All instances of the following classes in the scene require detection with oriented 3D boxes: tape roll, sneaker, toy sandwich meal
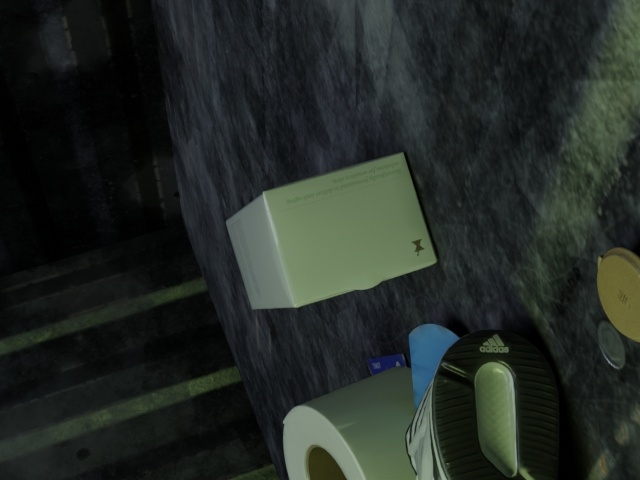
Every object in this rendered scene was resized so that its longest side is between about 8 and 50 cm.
[{"bbox_3d":[0.080,0.315,1.423,0.246,0.169,0.246,39,138,48],"label":"tape roll"},{"bbox_3d":[0.174,0.330,1.109,0.257,0.169,0.448,85,-171,-80],"label":"sneaker"},{"bbox_3d":[0.246,0.040,0.802,0.085,0.029,0.086,164,90,-73],"label":"toy sandwich meal"}]

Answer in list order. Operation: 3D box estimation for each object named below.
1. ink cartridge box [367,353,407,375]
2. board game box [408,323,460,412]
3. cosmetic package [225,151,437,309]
[{"bbox_3d":[0.119,0.295,1.625,0.223,0.045,0.224,138,114,-76],"label":"ink cartridge box"},{"bbox_3d":[0.169,0.181,1.284,0.133,0.033,0.169,16,118,53],"label":"board game box"},{"bbox_3d":[0.000,0.000,1.414,0.365,0.196,0.155,156,97,-76],"label":"cosmetic package"}]
